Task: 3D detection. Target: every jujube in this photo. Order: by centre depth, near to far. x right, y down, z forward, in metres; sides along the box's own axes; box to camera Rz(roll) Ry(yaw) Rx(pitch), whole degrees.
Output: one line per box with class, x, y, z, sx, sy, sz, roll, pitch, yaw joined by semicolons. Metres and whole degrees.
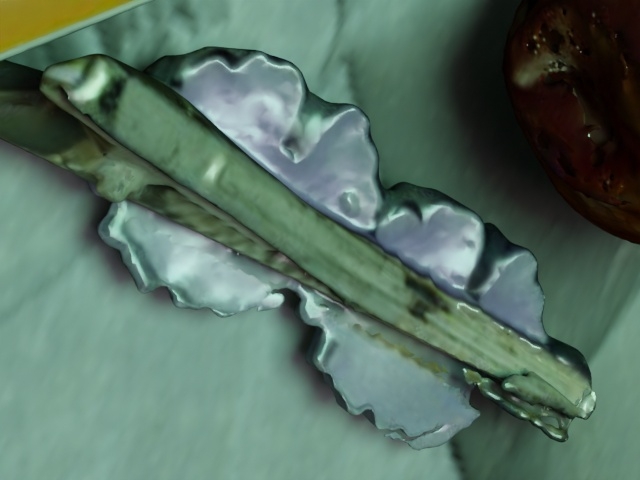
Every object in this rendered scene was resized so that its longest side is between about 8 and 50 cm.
jujube;0.187;-0.092;0.611;0.243;0.183;0.183;-31;105;-26

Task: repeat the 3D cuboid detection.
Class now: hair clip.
hair clip;0.000;0.000;0.594;0.292;0.084;0.106;32;76;-27

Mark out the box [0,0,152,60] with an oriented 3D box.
box;-0.160;-0.082;0.439;0.274;0.221;0.091;-24;106;-18
